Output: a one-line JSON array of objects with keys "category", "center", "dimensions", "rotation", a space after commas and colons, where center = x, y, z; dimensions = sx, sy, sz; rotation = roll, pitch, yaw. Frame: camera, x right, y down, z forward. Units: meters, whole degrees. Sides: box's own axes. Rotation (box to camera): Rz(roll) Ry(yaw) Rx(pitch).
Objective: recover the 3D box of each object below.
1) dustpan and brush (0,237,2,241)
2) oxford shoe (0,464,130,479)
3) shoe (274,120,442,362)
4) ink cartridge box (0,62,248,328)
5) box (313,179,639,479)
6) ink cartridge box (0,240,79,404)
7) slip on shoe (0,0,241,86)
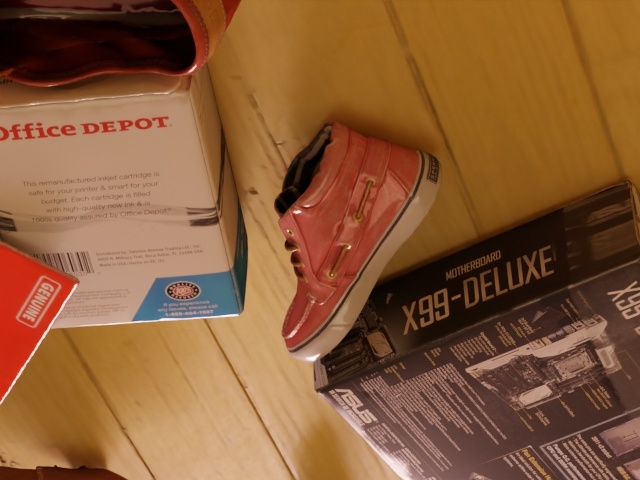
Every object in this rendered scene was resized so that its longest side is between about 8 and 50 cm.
[{"category": "dustpan and brush", "center": [-0.298, -0.059, 1.219], "dimensions": [0.147, 0.060, 0.211], "rotation": [-10, 140, 30]}, {"category": "oxford shoe", "center": [-0.195, 0.195, 1.453], "dimensions": [0.212, 0.076, 0.076], "rotation": [18, 136, 7]}, {"category": "shoe", "center": [0.000, 0.000, 1.260], "dimensions": [0.081, 0.063, 0.178], "rotation": [22, 125, -17]}, {"category": "ink cartridge box", "center": [-0.128, -0.039, 1.208], "dimensions": [0.140, 0.082, 0.190], "rotation": [-4, 133, 7]}, {"category": "box", "center": [0.176, 0.120, 1.358], "dimensions": [0.242, 0.076, 0.307], "rotation": [-25, 129, 23]}, {"category": "ink cartridge box", "center": [-0.311, 0.055, 1.261], "dimensions": [0.239, 0.060, 0.275], "rotation": [29, 140, -8]}, {"category": "slip on shoe", "center": [-0.206, -0.142, 1.099], "dimensions": [0.331, 0.101, 0.123], "rotation": [2, 136, 2]}]
